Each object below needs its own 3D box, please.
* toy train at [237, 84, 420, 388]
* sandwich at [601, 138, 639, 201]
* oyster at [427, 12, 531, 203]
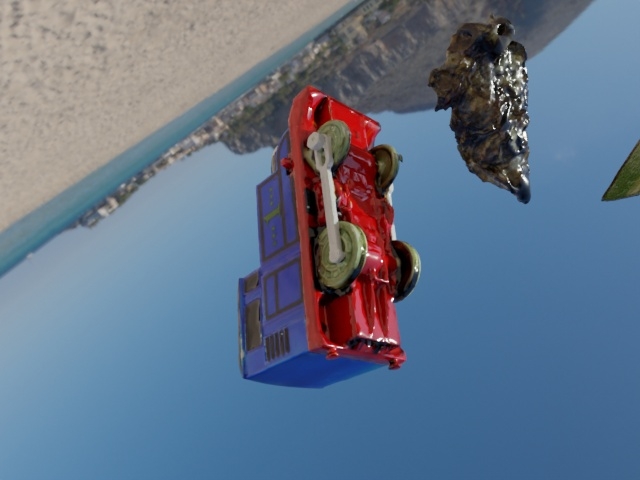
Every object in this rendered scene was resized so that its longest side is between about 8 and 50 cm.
[{"bbox_3d":[0.000,0.000,0.444,0.131,0.083,0.203,-32,-127,40],"label":"toy train"},{"bbox_3d":[0.217,-0.048,0.297,0.116,0.074,0.074,-56,-177,0],"label":"sandwich"},{"bbox_3d":[0.124,-0.089,0.406,0.086,0.132,0.029,-54,-148,-1],"label":"oyster"}]
